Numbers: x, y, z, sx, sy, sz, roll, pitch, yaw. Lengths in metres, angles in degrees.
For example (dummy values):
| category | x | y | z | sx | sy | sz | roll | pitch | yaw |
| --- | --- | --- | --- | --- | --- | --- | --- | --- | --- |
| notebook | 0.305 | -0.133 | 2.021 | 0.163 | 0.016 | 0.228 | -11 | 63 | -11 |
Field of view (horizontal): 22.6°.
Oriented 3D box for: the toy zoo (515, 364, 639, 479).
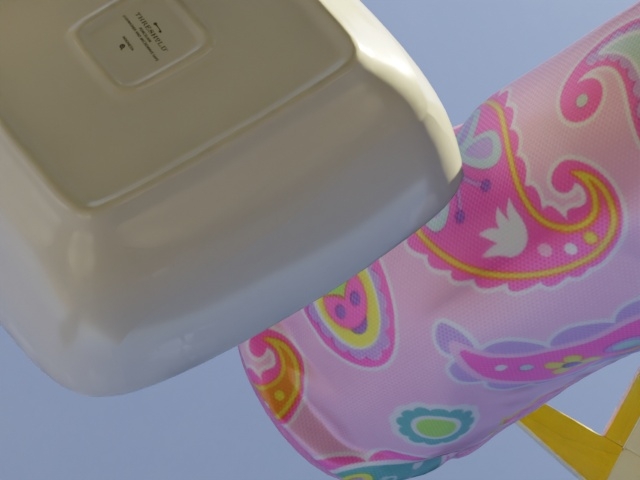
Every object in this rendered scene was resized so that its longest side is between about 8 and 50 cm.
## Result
| category | x | y | z | sx | sy | sz | roll | pitch | yaw |
| --- | --- | --- | --- | --- | --- | --- | --- | --- | --- |
| toy zoo | 0.245 | 0.067 | 1.090 | 0.192 | 0.030 | 0.293 | 30 | -98 | 6 |

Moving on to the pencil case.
| category | x | y | z | sx | sy | sz | roll | pitch | yaw |
| --- | --- | --- | --- | --- | --- | --- | --- | --- | --- |
| pencil case | 0.101 | -0.012 | 0.516 | 0.124 | 0.284 | 0.124 | 29 | -133 | -37 |

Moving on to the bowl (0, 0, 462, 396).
| category | x | y | z | sx | sy | sz | roll | pitch | yaw |
| --- | --- | --- | --- | --- | --- | --- | --- | --- | --- |
| bowl | -0.046 | -0.040 | 0.453 | 0.142 | 0.053 | 0.142 | -31 | -121 | -15 |
